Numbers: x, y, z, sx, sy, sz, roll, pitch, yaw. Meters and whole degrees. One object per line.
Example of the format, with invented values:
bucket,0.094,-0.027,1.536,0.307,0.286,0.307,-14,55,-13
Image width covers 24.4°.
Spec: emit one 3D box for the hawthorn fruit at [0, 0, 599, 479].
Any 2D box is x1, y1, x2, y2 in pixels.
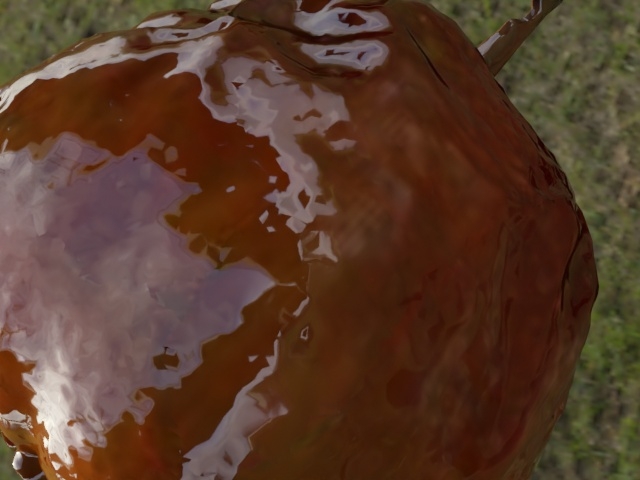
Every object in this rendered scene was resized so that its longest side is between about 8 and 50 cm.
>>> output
hawthorn fruit,0.000,0.000,0.464,0.243,0.207,0.207,-46,32,-18
